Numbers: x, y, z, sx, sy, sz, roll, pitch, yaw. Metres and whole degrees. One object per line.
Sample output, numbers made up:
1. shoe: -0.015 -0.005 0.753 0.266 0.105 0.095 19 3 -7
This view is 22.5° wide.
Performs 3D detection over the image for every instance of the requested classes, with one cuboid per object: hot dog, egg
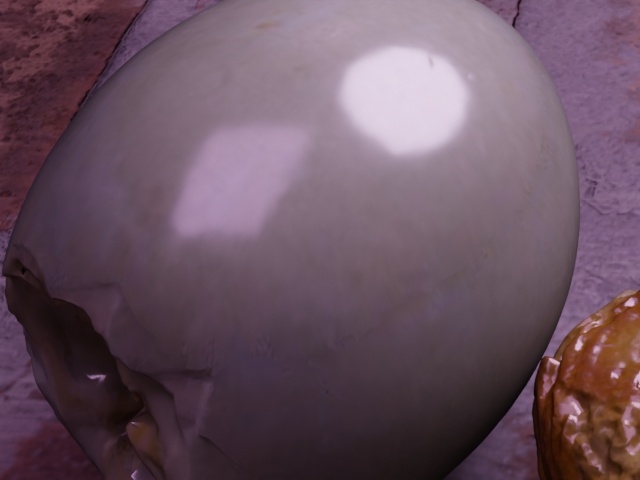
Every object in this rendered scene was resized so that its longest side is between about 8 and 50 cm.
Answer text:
1. hot dog: 0.211 0.129 0.786 0.175 0.114 0.259 -27 38 -7
2. egg: 0.000 0.000 0.876 0.278 0.278 0.336 24 51 39
